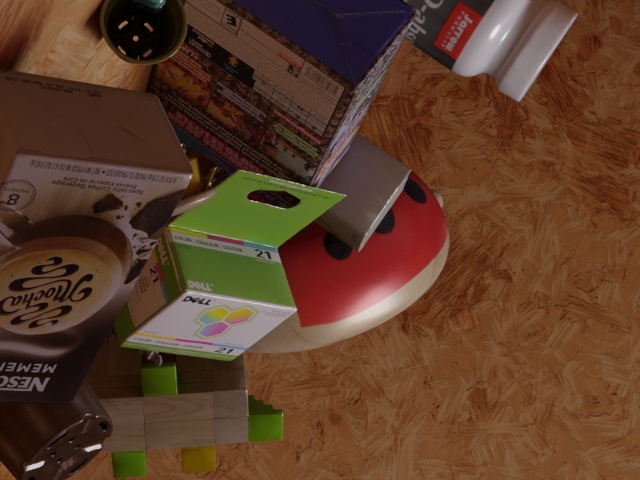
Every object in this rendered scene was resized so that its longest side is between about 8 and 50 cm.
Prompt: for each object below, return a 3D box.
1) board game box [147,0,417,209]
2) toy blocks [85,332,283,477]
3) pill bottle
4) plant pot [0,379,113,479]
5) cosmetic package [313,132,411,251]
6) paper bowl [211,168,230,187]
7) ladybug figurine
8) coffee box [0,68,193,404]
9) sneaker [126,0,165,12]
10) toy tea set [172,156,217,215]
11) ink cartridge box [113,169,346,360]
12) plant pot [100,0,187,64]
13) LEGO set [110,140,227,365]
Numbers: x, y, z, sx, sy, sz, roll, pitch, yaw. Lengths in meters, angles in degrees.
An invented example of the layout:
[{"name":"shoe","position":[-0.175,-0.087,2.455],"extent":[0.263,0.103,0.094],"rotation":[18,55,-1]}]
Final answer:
[{"name":"board game box","position":[-0.055,-0.202,1.673],"extent":[0.141,0.232,0.291],"rotation":[-53,176,-31]},{"name":"toy blocks","position":[-0.256,0.182,2.089],"extent":[0.261,0.381,0.191],"rotation":[-102,-170,-57]},{"name":"pill bottle","position":[0.217,-0.395,2.324],"extent":[0.210,0.363,0.210],"rotation":[-55,175,-7]},{"name":"plant pot","position":[-0.335,0.187,1.673],"extent":[0.167,0.165,0.167],"rotation":[-36,156,-18]},{"name":"cosmetic package","position":[-0.041,-0.123,1.904],"extent":[0.113,0.309,0.160],"rotation":[-54,175,-7]},{"name":"paper bowl","position":[-0.080,-0.042,2.385],"extent":[0.284,0.148,0.284],"rotation":[-30,-156,15]},{"name":"ladybug figurine","position":[0.000,0.000,2.092],"extent":[0.449,0.305,0.162],"rotation":[-27,136,-31]},{"name":"coffee box","position":[-0.258,0.006,1.289],"extent":[0.168,0.119,0.297],"rotation":[5,131,-34]},{"name":"sneaker","position":[-0.149,-0.263,1.193],"extent":[0.098,0.083,0.224],"rotation":[-60,176,-8]},{"name":"toy tea set","position":[-0.235,-0.074,1.525],"extent":[0.200,0.124,0.336],"rotation":[-20,-172,-12]},{"name":"ink cartridge box","position":[-0.104,0.034,1.706],"extent":[0.188,0.097,0.255],"rotation":[12,141,-45]},{"name":"plant pot","position":[-0.177,-0.204,1.412],"extent":[0.083,0.083,0.079],"rotation":[-54,-173,-12]},{"name":"LEGO set","position":[-0.216,0.021,1.859],"extent":[0.331,0.192,0.255],"rotation":[-55,176,-8]}]
